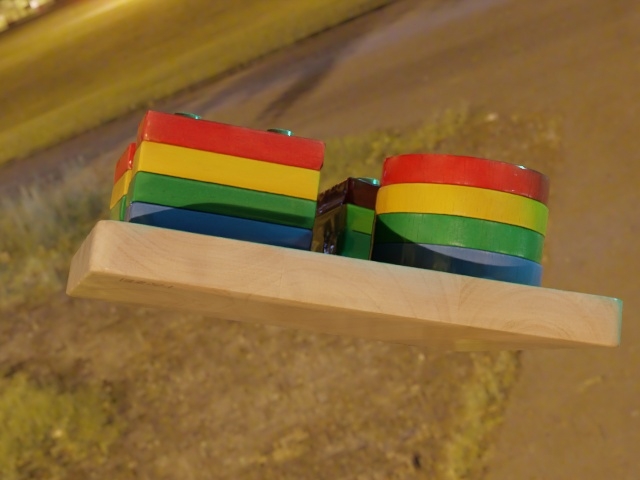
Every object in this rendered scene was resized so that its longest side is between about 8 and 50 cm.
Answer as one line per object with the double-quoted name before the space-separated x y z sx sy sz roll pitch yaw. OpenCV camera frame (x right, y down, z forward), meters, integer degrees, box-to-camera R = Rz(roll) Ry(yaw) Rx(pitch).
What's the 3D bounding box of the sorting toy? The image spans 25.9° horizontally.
"sorting toy" 0.000 0.000 0.765 0.255 0.089 0.257 9 -7 -12
